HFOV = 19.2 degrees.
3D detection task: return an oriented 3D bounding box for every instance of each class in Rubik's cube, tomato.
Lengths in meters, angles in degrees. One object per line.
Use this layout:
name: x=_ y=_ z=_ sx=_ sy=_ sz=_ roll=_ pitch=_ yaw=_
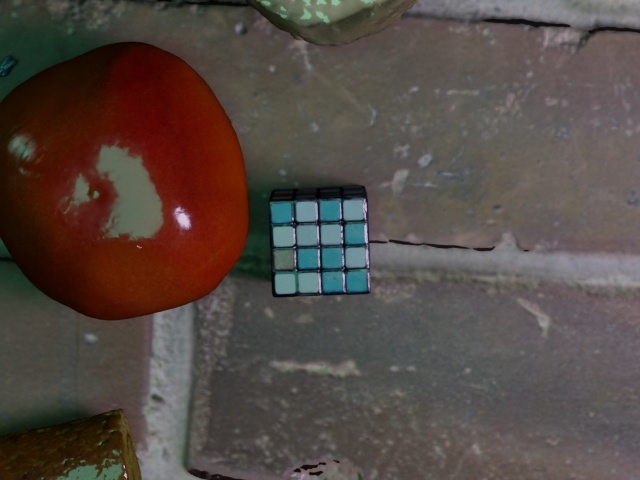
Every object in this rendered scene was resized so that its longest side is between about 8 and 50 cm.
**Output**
Rubik's cube: x=0.000 y=0.000 z=1.762 sx=0.092 sy=0.092 sz=0.092 roll=-2 pitch=97 yaw=0
tomato: x=-0.189 y=-0.048 z=1.714 sx=0.259 sy=0.180 sz=0.260 roll=0 pitch=91 yaw=6

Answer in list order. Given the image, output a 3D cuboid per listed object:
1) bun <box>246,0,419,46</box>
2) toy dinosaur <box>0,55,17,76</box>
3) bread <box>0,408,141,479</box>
bun: x=0.021 y=-0.308 z=1.694 sx=0.259 sy=0.152 sz=0.259 roll=0 pitch=91 yaw=11
toy dinosaur: x=-0.383 y=-0.158 z=1.765 sx=0.197 sy=0.045 sz=0.080 roll=-12 pitch=106 yaw=-8
bread: x=-0.255 y=0.238 z=1.787 sx=0.172 sy=0.103 sz=0.132 roll=-11 pitch=103 yaw=1
